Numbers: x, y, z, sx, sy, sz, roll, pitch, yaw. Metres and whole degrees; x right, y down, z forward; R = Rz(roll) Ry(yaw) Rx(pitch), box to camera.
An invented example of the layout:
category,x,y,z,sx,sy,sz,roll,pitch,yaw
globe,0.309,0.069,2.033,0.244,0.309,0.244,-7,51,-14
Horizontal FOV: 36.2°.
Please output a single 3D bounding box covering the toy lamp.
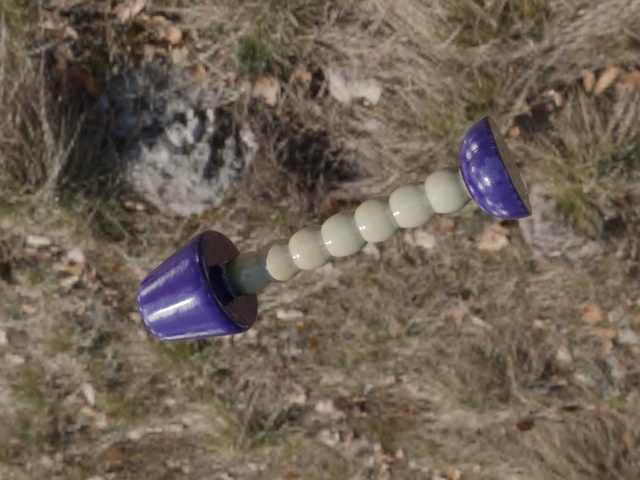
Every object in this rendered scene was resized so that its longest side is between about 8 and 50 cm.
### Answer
category,x,y,z,sx,sy,sz,roll,pitch,yaw
toy lamp,0.000,0.000,0.664,0.275,0.080,0.080,-23,147,16
